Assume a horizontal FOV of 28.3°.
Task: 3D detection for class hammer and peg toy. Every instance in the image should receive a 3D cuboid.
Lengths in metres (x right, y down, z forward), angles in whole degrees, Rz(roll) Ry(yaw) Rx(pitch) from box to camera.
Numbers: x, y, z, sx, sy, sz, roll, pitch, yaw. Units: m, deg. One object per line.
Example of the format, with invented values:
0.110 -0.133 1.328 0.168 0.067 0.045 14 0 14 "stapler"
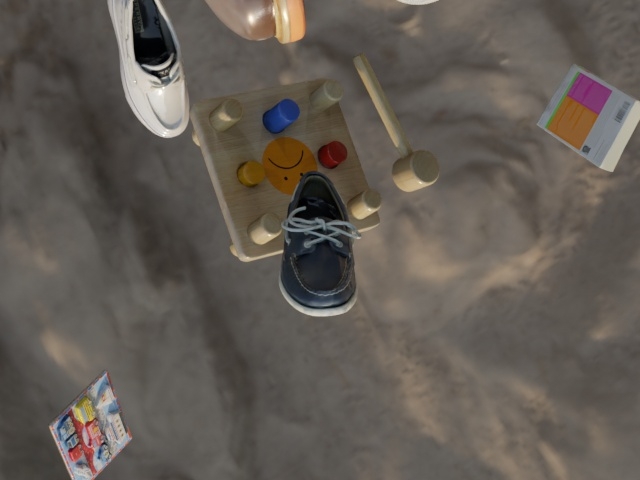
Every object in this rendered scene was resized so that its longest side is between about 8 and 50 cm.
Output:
-0.011 -0.130 1.970 0.127 0.361 0.266 -31 77 58 "hammer and peg toy"

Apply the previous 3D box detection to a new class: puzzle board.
-0.267 0.226 1.491 0.011 0.096 0.128 23 141 30 "puzzle board"

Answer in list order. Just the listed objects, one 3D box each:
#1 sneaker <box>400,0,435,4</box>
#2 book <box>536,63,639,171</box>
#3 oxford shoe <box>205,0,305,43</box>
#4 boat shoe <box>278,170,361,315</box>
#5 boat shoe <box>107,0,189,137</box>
0.182 -0.435 1.583 0.108 0.169 0.292 27 138 -17 "sneaker"
0.351 -0.162 1.644 0.096 0.035 0.144 -65 32 16 "book"
-0.134 -0.233 0.785 0.364 0.132 0.130 52 164 29 "oxford shoe"
0.000 0.000 1.503 0.254 0.095 0.079 -89 3 -61 "boat shoe"
-0.248 -0.269 1.909 0.088 0.096 0.268 42 146 54 "boat shoe"
